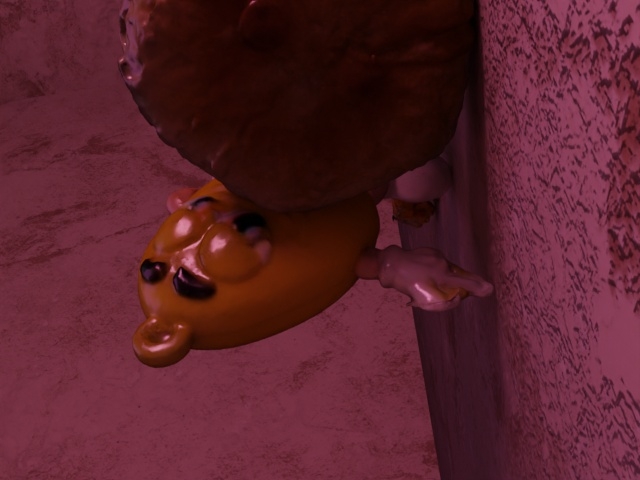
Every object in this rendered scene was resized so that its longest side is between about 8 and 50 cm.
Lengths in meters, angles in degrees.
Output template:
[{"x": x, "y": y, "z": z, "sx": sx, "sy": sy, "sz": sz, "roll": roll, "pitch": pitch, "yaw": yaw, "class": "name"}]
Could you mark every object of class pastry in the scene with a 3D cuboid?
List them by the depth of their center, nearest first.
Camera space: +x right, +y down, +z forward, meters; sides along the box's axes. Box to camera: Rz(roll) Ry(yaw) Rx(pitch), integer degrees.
[{"x": -0.018, "y": -0.180, "z": 0.618, "sx": 0.136, "sy": 0.329, "sz": 0.330, "roll": -110, "pitch": 9, "yaw": -62, "class": "pastry"}]

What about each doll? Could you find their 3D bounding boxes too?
[{"x": -0.006, "y": -0.020, "z": 0.789, "sx": 0.423, "sy": 0.348, "sz": 0.161, "roll": -91, "pitch": 0, "yaw": -56, "class": "doll"}]

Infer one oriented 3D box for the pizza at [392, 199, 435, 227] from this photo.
[{"x": 0.132, "y": -0.168, "z": 1.086, "sx": 0.182, "sy": 0.073, "sz": 0.365, "roll": -85, "pitch": -13, "yaw": -65, "class": "pizza"}]
